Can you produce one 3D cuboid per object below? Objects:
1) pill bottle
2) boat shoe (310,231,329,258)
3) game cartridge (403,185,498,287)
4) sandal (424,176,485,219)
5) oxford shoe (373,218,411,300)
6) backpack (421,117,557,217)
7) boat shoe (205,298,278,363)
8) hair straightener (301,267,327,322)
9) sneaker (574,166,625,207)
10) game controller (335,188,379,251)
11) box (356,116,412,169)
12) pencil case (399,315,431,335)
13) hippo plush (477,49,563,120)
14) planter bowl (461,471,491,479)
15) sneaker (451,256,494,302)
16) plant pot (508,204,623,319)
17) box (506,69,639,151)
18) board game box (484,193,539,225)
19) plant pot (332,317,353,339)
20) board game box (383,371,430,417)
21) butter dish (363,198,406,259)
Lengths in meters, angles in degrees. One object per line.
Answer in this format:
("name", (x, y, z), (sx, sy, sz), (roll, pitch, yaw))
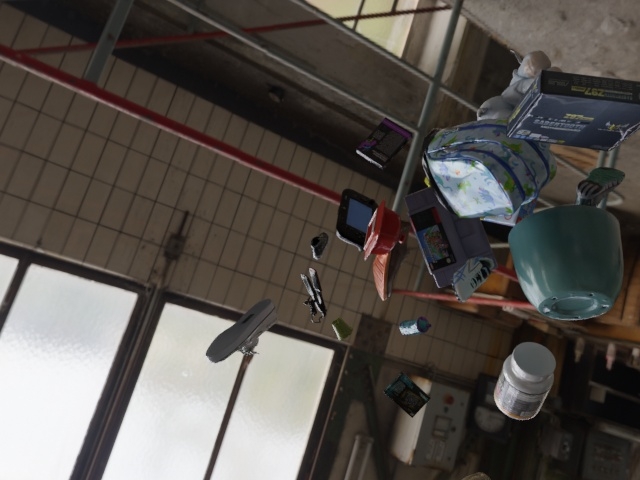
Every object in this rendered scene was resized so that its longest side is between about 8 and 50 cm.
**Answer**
("pill bottle", (0.704, 0.484, 1.611), (0.162, 0.162, 0.278), (14, 136, 20))
("boat shoe", (0.000, 0.000, 2.273), (0.065, 0.183, 0.083), (-3, 128, 16))
("game cartridge", (0.458, -0.029, 1.661), (0.230, 0.355, 0.068), (-22, -177, 8))
("sandal", (0.543, -0.200, 1.804), (0.317, 0.138, 0.126), (18, -149, -25))
("oxford shoe", (0.291, 0.084, 1.854), (0.133, 0.363, 0.130), (-6, -147, -13))
("backpack", (0.453, -0.192, 1.274), (0.355, 0.273, 0.290), (-7, 119, 52))
("boat shoe", (-0.293, 0.398, 1.871), (0.136, 0.367, 0.156), (-8, 114, 38))
("hair straightener", (-0.032, 0.211, 1.679), (0.047, 0.089, 0.230), (25, 137, 45))
("sneaker", (0.823, -0.149, 1.400), (0.224, 0.098, 0.083), (-23, -137, -29))
("game controller", (0.142, -0.084, 1.768), (0.166, 0.319, 0.067), (32, 125, -15))
("box", (0.217, -0.331, 1.590), (0.116, 0.162, 0.029), (38, 168, 20))
("pencil case", (0.382, 0.348, 1.901), (0.064, 0.070, 0.152), (27, 158, -11))
("hippo plush", (0.612, -0.449, 1.481), (0.294, 0.236, 0.234), (58, -169, 28))
("planter bowl", (0.494, 0.851, 1.522), (0.109, 0.162, 0.162), (-2, 175, -13))
("sneaker", (0.475, 0.114, 1.456), (0.086, 0.237, 0.085), (-24, 99, 42))
("plant pot", (0.693, 0.080, 1.307), (0.293, 0.235, 0.293), (6, 147, 4))
("box", (0.529, -0.260, 0.957), (0.233, 0.059, 0.183), (8, 165, 3))
("board game box", (0.843, -0.228, 2.138), (0.086, 0.302, 0.308), (14, -175, -29))
("plant pot", (0.093, 0.400, 2.149), (0.079, 0.083, 0.083), (54, 160, -12))
("board game box", (0.392, 0.697, 2.111), (0.186, 0.126, 0.026), (44, 180, -12))
("butter dish", (0.214, -0.022, 1.490), (0.118, 0.160, 0.160), (17, 143, -2))
